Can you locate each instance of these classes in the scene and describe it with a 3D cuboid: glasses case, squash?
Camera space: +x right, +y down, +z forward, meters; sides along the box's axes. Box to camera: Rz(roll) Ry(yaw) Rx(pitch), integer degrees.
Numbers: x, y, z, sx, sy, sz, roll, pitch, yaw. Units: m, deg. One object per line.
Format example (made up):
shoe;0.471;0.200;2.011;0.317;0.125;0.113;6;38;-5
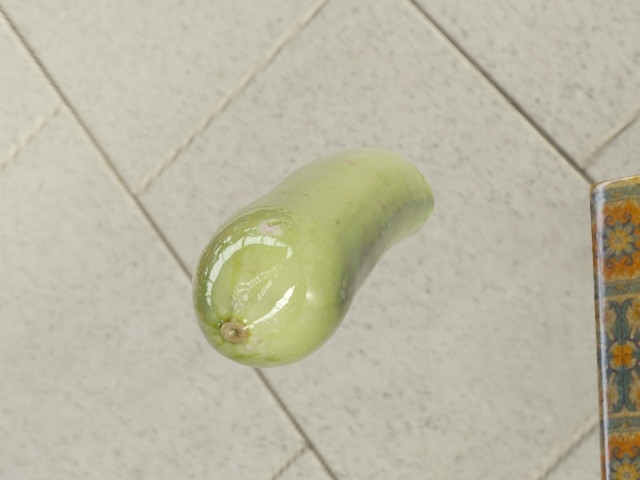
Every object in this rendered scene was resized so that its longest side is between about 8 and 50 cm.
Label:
glasses case;0.154;0.080;0.608;0.075;0.049;0.218;-7;71;26
squash;0.000;0.000;0.821;0.083;0.250;0.083;6;110;19
